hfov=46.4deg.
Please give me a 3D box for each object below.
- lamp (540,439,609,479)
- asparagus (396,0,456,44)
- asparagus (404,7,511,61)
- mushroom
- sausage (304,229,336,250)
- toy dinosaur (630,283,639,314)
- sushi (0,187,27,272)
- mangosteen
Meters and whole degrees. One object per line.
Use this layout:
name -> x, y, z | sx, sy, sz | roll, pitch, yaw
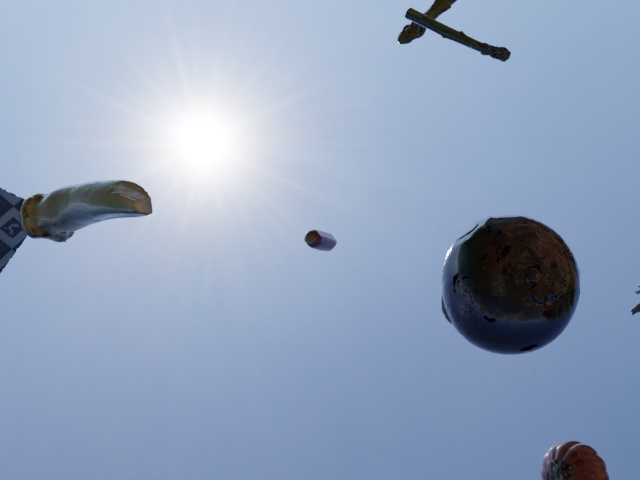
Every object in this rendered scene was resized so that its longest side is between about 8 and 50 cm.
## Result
lamp -> 0.392, 0.364, 1.153 | 0.092, 0.107, 0.107 | 7, -147, -32
asparagus -> 0.180, -0.339, 1.049 | 0.027, 0.034, 0.236 | 46, -110, -2
asparagus -> 0.145, -0.217, 0.790 | 0.127, 0.018, 0.015 | 32, -104, 23
mushroom -> -0.295, -0.041, 0.948 | 0.209, 0.071, 0.084 | -8, 172, 33
sausage -> 0.000, 0.000, 1.651 | 0.039, 0.131, 0.041 | -35, -105, 12
toy dinosaur -> 0.681, 0.092, 1.469 | 0.209, 0.039, 0.082 | -36, -89, -21
sushi -> -0.741, -0.014, 1.353 | 0.320, 0.339, 0.069 | -54, -141, 6
mangosteen -> 0.258, 0.062, 1.044 | 0.210, 0.210, 0.210 | -1, -140, 1
